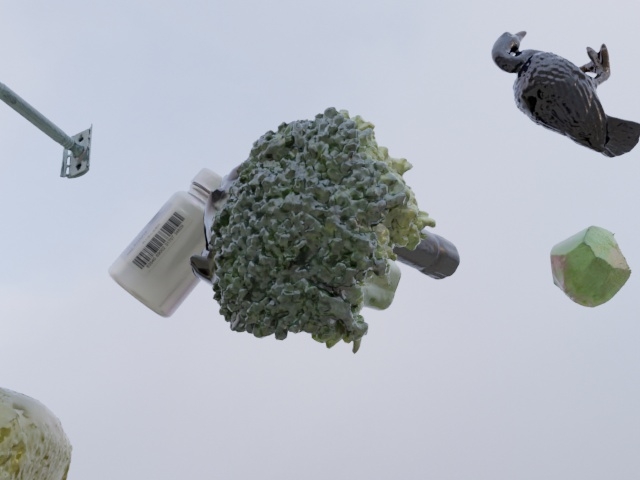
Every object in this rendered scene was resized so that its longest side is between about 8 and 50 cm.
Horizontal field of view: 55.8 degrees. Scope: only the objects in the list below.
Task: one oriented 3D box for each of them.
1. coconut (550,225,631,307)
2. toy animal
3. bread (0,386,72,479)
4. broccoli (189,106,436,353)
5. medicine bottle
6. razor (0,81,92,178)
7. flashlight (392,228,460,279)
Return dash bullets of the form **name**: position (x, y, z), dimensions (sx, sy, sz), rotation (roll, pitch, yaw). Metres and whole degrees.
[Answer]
- **coconut**: position (0.297, 0.032, 0.673), dimensions (0.083, 0.082, 0.081), rotation (15, -42, -33)
- **toy animal**: position (0.431, -0.265, 1.067), dimensions (0.186, 0.298, 0.122), rotation (-16, -20, -30)
- **bread**: position (-0.344, 0.252, 0.533), dimensions (0.148, 0.269, 0.269), rotation (17, -52, 6)
- **broccoli**: position (0.000, 0.000, 0.639), dimensions (0.247, 0.262, 0.243), rotation (-20, -33, 27)
- **medicine bottle**: position (-0.181, 0.002, 0.797), dimensions (0.186, 0.103, 0.103), rotation (-52, -57, -11)
- **razor**: position (-0.496, -0.213, 1.052), dimensions (0.068, 0.106, 0.232), rotation (-21, -34, 15)
- **flashlight**: position (0.131, -0.013, 1.138), dimensions (0.103, 0.103, 0.424), rotation (-41, -38, 24)
